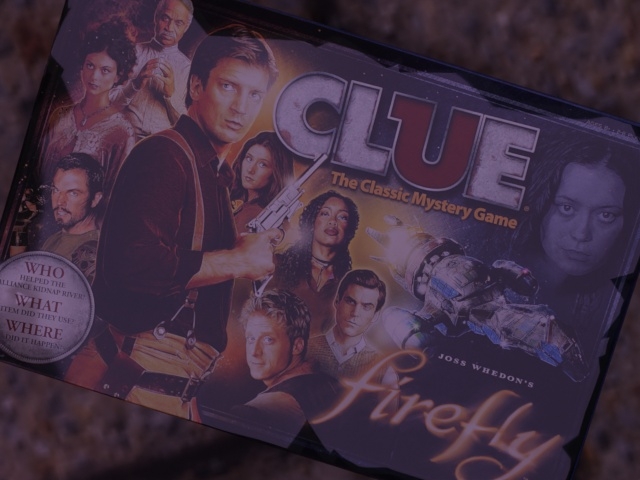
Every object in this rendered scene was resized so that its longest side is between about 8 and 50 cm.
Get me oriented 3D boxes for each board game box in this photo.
[{"bbox_3d":[0.000,0.000,0.700,0.243,0.042,0.165,17,95,0],"label":"board game box"}]
